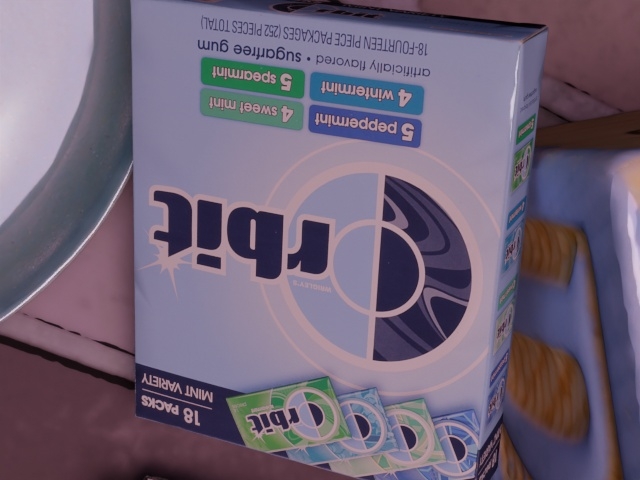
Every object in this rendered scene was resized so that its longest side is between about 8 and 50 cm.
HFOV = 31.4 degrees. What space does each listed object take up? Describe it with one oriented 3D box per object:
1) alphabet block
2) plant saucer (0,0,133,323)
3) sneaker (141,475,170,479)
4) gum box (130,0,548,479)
[{"bbox_3d":[0.183,0.037,0.493,0.197,0.192,0.193,-11,100,-11],"label":"alphabet block"},{"bbox_3d":[-0.221,-0.097,0.454,0.317,0.044,0.317,-2,97,-14],"label":"plant saucer"},{"bbox_3d":[-0.045,0.148,0.503,0.232,0.081,0.090,-10,103,-13],"label":"sneaker"},{"bbox_3d":[0.000,0.000,0.454,0.157,0.041,0.184,12,112,21],"label":"gum box"}]
